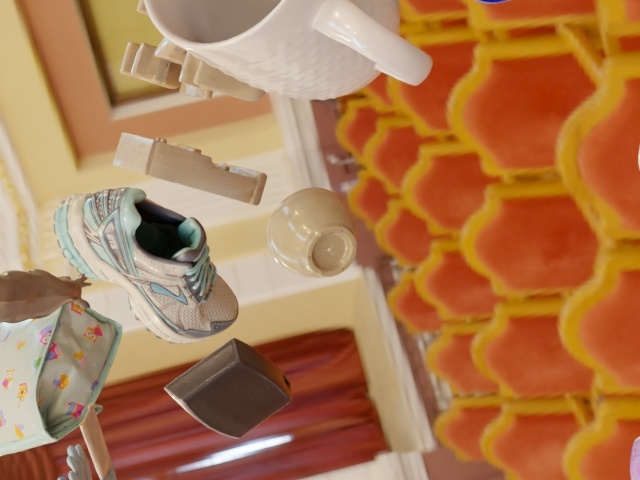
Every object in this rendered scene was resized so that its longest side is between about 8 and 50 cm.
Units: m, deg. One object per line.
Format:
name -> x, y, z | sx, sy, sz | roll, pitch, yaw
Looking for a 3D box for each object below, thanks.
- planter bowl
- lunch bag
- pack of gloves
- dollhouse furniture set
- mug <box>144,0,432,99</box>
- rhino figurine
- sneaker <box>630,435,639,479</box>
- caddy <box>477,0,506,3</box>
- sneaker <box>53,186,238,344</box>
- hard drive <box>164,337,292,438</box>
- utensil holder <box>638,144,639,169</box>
planter bowl -> 0.000, 0.000, 2.108 | 0.109, 0.162, 0.162 | 42, 150, 57
lunch bag -> -0.485, 0.248, 2.072 | 0.160, 0.223, 0.262 | 37, -130, -36
pack of gloves -> -0.329, 0.379, 1.730 | 0.195, 0.046, 0.232 | -99, -6, -75
dollhouse furniture set -> -0.212, -0.296, 2.361 | 0.362, 0.257, 0.394 | 18, 92, 56
mug -> -0.007, -0.315, 1.647 | 0.374, 0.276, 0.328 | 34, -174, 34
rhino figurine -> -0.403, 0.075, 1.660 | 0.243, 0.106, 0.073 | -5, -86, -57
sneaker -> 0.388, 0.199, 1.310 | 0.161, 0.102, 0.282 | -115, 26, -74
caddy -> 0.397, -0.568, 2.231 | 0.179, 0.341, 0.241 | 62, 157, 28
sneaker -> -0.171, 0.032, 1.378 | 0.283, 0.122, 0.110 | 39, -137, -45
hard drive -> -0.156, 0.277, 2.174 | 0.054, 0.172, 0.254 | 57, -175, 33
utensil holder -> 0.636, -0.252, 1.664 | 0.327, 0.328, 0.385 | 81, -156, -65
